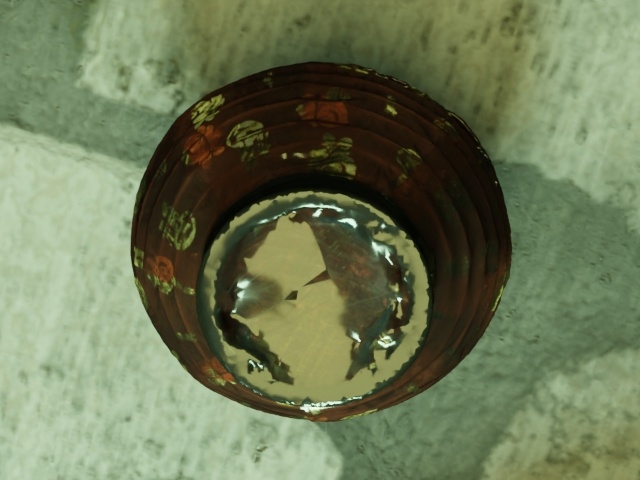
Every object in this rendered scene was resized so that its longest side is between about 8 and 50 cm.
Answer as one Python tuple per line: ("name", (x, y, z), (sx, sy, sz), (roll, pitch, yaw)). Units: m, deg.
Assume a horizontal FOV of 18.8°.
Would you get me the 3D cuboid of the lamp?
("lamp", (0.000, 0.000, 1.229), (0.247, 0.247, 0.247), (2, 107, 6))
